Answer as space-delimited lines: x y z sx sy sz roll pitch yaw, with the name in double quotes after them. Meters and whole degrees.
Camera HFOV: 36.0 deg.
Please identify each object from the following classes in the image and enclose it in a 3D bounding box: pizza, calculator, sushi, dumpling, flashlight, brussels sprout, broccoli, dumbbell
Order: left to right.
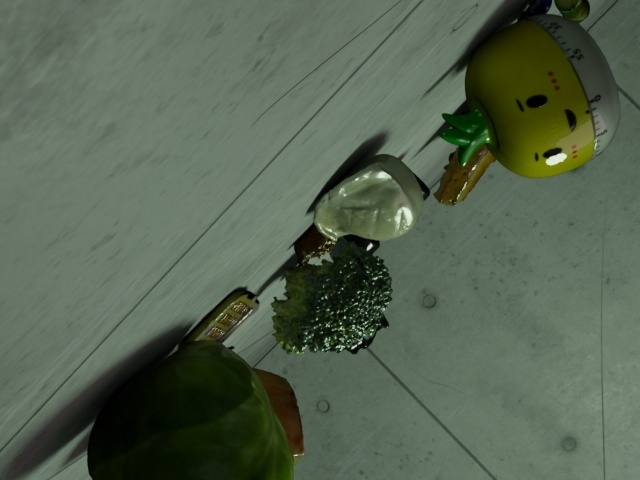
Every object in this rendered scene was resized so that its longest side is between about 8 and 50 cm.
-0.198 0.316 1.512 0.289 0.281 0.355 -31 -154 31 "brussels sprout"
-0.175 0.145 1.735 0.157 0.033 0.236 -43 172 -3 "calculator"
0.001 0.000 1.787 0.118 0.060 0.061 -47 169 17 "sushi"
0.014 0.126 2.030 0.243 0.247 0.263 28 -95 52 "broccoli"
0.073 -0.060 1.599 0.179 0.131 0.252 -23 168 13 "dumpling"
0.132 -0.065 2.054 0.191 0.100 0.100 -46 174 13 "dumbbell"
0.403 -0.283 2.316 0.440 0.130 0.406 -56 173 10 "pizza"
0.359 -0.388 1.670 0.121 0.035 0.057 134 -24 -74 "flashlight"

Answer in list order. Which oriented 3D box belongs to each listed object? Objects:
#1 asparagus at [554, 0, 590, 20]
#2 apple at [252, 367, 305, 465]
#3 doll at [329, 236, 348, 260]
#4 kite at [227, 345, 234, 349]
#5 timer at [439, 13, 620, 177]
0.485 -0.459 1.908 0.060 0.067 0.277 -18 180 19 "asparagus"
-0.202 0.365 1.804 0.314 0.309 0.252 -126 -142 -65 "apple"
0.057 0.003 2.190 0.094 0.079 0.180 -63 -179 23 "doll"
-0.230 0.234 1.866 0.189 0.009 0.232 -29 176 40 "kite"
0.318 -0.213 1.612 0.285 0.285 0.285 -44 175 -5 "timer"
